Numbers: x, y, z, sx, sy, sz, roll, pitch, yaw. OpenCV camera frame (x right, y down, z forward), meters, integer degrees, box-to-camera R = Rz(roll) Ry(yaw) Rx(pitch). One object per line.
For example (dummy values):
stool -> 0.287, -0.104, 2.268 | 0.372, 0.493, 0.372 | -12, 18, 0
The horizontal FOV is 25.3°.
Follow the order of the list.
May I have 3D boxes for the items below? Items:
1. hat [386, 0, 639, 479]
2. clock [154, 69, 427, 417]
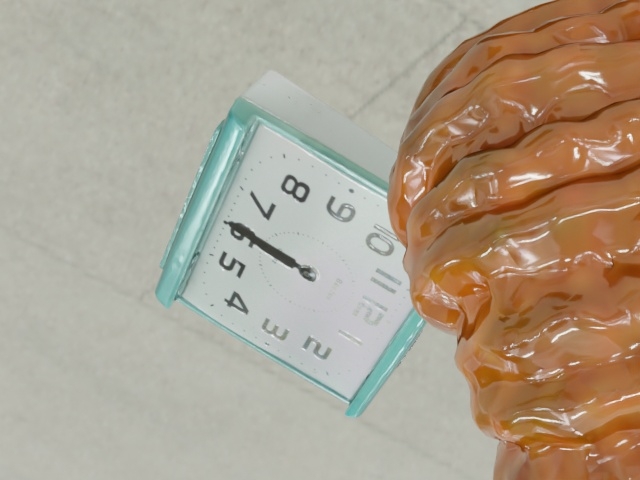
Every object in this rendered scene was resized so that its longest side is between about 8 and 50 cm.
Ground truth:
hat -> 0.229, -0.012, 0.466 | 0.400, 0.285, 0.285 | -25, 131, 17
clock -> 0.000, 0.000, 1.235 | 0.231, 0.116, 0.262 | 31, 139, 3
